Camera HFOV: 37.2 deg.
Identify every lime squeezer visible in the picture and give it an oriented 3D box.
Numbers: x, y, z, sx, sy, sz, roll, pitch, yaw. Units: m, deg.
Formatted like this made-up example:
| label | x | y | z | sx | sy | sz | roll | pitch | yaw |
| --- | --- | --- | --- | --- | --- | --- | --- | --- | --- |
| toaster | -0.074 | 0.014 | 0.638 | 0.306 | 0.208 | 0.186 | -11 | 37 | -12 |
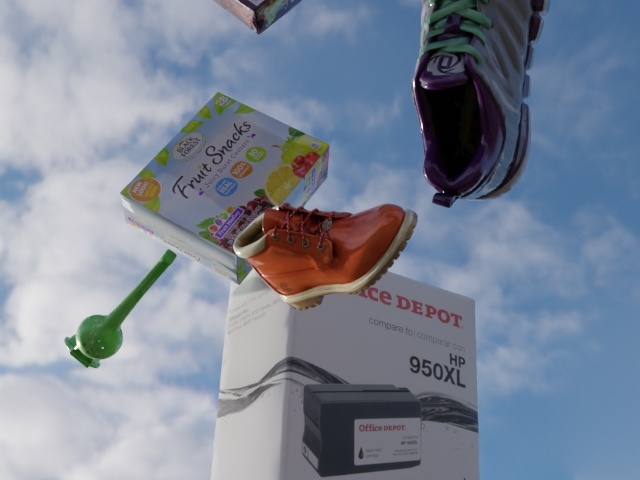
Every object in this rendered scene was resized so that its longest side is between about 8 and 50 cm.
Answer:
| label | x | y | z | sx | sy | sz | roll | pitch | yaw |
| --- | --- | --- | --- | --- | --- | --- | --- | --- | --- |
| lime squeezer | -0.281 | 0.110 | 1.197 | 0.058 | 0.110 | 0.310 | 26 | -37 | -20 |

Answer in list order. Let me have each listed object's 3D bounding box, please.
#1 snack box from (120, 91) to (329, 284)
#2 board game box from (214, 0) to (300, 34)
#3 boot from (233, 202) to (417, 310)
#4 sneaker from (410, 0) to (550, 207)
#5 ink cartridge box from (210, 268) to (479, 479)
| label | x | y | z | sx | sy | sz | roll | pitch | yaw |
| --- | --- | --- | --- | --- | --- | --- | --- | --- | --- |
| snack box | -0.115 | -0.069 | 1.181 | 0.174 | 0.207 | 0.070 | 28 | -34 | 17 |
| board game box | -0.122 | -0.402 | 1.113 | 0.208 | 0.347 | 0.056 | -44 | -20 | -15 |
| boot | 0.000 | 0.000 | 0.723 | 0.084 | 0.059 | 0.158 | 42 | -43 | -22 |
| sneaker | 0.093 | -0.131 | 0.570 | 0.083 | 0.098 | 0.224 | 0 | -81 | 23 |
| ink cartridge box | 0.034 | 0.235 | 1.126 | 0.285 | 0.395 | 0.166 | 19 | -30 | -30 |
